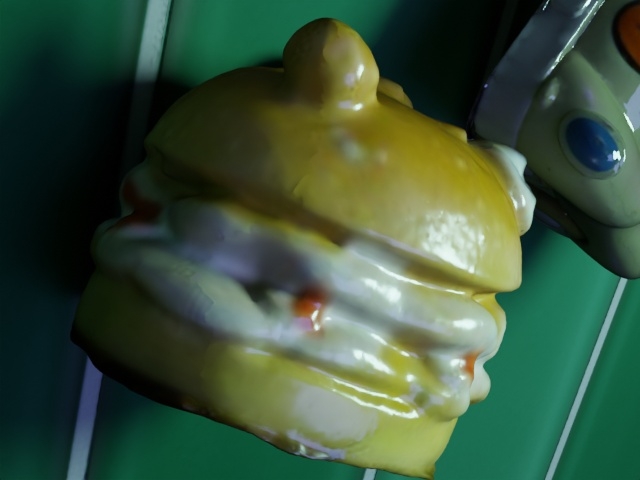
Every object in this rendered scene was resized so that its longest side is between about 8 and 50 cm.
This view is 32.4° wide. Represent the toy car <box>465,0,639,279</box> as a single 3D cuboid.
[{"bbox_3d":[0.282,-0.093,0.874,0.242,0.226,0.336,-54,157,-1],"label":"toy car"}]

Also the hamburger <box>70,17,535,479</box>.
[{"bbox_3d":[0.000,0.000,0.688,0.276,0.276,0.237,21,90,-49],"label":"hamburger"}]
